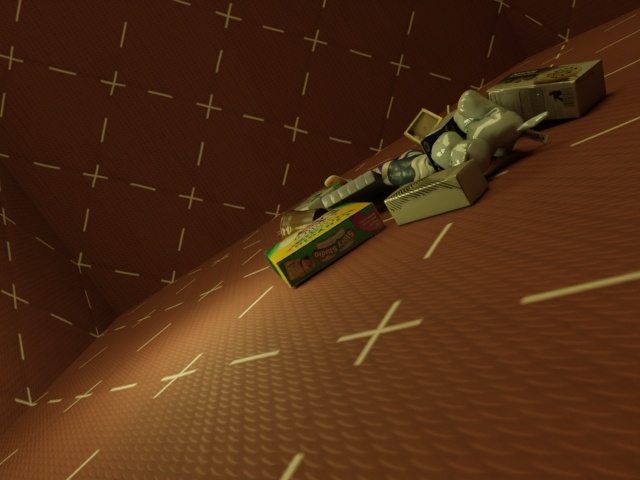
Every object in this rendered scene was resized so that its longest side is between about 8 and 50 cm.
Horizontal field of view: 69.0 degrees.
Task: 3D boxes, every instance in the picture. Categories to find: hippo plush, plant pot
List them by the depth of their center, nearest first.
[{"bbox_3d":[0.469,-0.267,1.375,0.294,0.234,0.236,36,83,34],"label":"hippo plush"},{"bbox_3d":[-0.044,-0.055,1.873,0.165,0.166,0.167,-10,23,42],"label":"plant pot"}]

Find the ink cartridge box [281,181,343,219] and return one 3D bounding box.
[{"bbox_3d":[-0.019,-0.150,2.289,0.211,0.121,0.289,-20,16,46],"label":"ink cartridge box"}]

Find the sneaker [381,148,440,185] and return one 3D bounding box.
[{"bbox_3d":[0.404,-0.276,1.748,0.236,0.130,0.323,2,17,39],"label":"sneaker"}]

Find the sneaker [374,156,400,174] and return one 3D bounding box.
[{"bbox_3d":[0.335,-0.325,2.136,0.146,0.102,0.293,-28,11,16],"label":"sneaker"}]

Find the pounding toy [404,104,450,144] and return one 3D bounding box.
[{"bbox_3d":[0.463,-0.433,1.819,0.181,0.094,0.206,-53,42,12],"label":"pounding toy"}]

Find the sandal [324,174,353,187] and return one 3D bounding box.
[{"bbox_3d":[0.122,-0.267,2.429,0.265,0.076,0.102,8,-47,-50],"label":"sandal"}]

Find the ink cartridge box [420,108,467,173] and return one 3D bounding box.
[{"bbox_3d":[0.454,-0.323,1.586,0.069,0.175,0.371,-22,14,40],"label":"ink cartridge box"}]

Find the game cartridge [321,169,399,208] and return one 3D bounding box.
[{"bbox_3d":[0.163,-0.195,1.859,0.230,0.068,0.355,-23,-6,22],"label":"game cartridge"}]

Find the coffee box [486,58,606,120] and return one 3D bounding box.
[{"bbox_3d":[0.711,-0.469,1.486,0.168,0.118,0.297,-37,28,-24],"label":"coffee box"}]

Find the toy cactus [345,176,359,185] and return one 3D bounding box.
[{"bbox_3d":[0.210,-0.252,2.237,0.219,0.112,0.181,-27,-7,36],"label":"toy cactus"}]

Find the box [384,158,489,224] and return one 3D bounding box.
[{"bbox_3d":[0.319,-0.130,1.312,0.113,0.094,0.275,-40,13,-35],"label":"box"}]

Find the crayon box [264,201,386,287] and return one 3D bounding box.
[{"bbox_3d":[0.000,0.000,1.589,0.363,0.106,0.313,-33,10,-9],"label":"crayon box"}]
